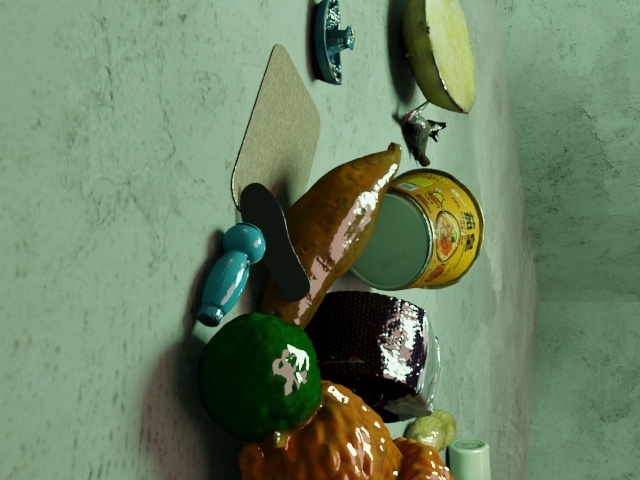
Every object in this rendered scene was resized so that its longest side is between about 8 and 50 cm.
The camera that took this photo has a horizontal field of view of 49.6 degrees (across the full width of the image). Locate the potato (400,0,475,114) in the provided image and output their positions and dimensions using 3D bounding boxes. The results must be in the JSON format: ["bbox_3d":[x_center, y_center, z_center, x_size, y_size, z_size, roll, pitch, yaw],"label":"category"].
[{"bbox_3d":[0.233,-0.401,1.458,0.239,0.116,0.298,23,59,-57],"label":"potato"}]

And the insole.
[{"bbox_3d":[-0.055,0.002,0.834,0.152,0.053,0.002,62,-14,-2],"label":"insole"}]

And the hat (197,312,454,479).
[{"bbox_3d":[-0.016,0.266,0.800,0.400,0.285,0.285,56,29,-4],"label":"hat"}]

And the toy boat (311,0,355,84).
[{"bbox_3d":[0.021,-0.300,1.046,0.060,0.061,0.137,21,70,-65],"label":"toy boat"}]

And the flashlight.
[{"bbox_3d":[-0.101,0.036,0.767,0.129,0.051,0.051,-66,146,-36],"label":"flashlight"}]

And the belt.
[{"bbox_3d":[0.076,0.163,0.999,0.289,0.184,0.164,58,33,-58],"label":"belt"}]

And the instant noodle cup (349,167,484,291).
[{"bbox_3d":[0.141,-0.011,1.144,0.172,0.216,0.215,-12,100,-57],"label":"instant noodle cup"}]

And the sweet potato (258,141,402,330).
[{"bbox_3d":[0.002,-0.005,0.907,0.359,0.112,0.112,-52,141,-20],"label":"sweet potato"}]

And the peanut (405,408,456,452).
[{"bbox_3d":[0.230,0.408,1.456,0.193,0.089,0.089,5,84,-62],"label":"peanut"}]

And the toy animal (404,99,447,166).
[{"bbox_3d":[0.211,-0.233,1.474,0.105,0.070,0.202,-68,156,-6],"label":"toy animal"}]

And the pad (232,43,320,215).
[{"bbox_3d":[-0.052,-0.120,0.940,0.176,0.002,0.266,56,39,-50],"label":"pad"}]

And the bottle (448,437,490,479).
[{"bbox_3d":[0.377,0.630,1.741,0.104,0.104,0.245,-8,96,-66],"label":"bottle"}]
